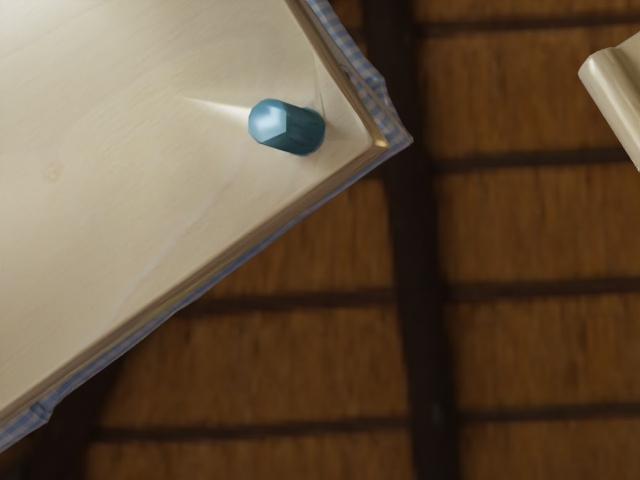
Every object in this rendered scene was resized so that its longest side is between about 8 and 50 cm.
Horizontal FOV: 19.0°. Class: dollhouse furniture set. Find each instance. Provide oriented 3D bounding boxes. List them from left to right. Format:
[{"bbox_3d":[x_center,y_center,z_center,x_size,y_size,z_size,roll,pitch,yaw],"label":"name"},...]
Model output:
[{"bbox_3d":[0.000,0.000,0.476,0.286,0.303,0.198,-37,-15,16],"label":"dollhouse furniture set"}]
